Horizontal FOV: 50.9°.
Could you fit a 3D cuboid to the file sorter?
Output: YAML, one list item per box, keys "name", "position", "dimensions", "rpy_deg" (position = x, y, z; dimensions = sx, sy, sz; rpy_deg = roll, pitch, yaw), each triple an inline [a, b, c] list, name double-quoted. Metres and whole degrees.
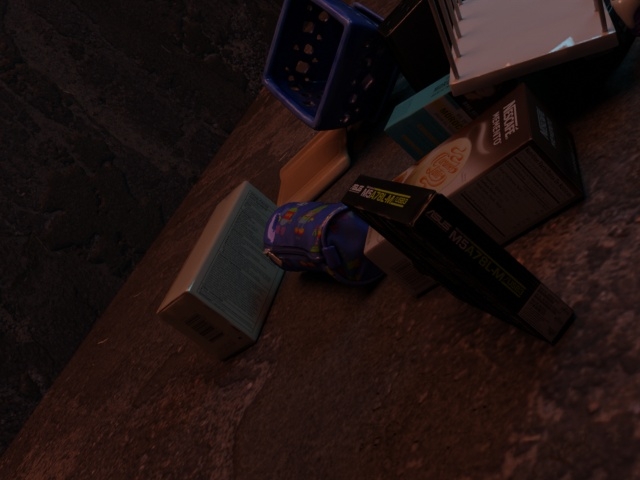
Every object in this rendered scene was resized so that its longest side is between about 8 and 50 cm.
- name: "file sorter"
  position: [0.241, -0.346, 0.854]
  dimensions: [0.192, 0.173, 0.278]
  rpy_deg: [-13, 34, 22]

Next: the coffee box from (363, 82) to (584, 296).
- name: "coffee box"
  position: [0.179, -0.057, 0.819]
  dimensions: [0.246, 0.098, 0.141]
  rpy_deg: [-37, 23, 33]

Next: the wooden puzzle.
- name: "wooden puzzle"
  position: [-0.013, -0.158, 1.529]
  dimensions: [0.221, 0.044, 0.239]
  rpy_deg: [-41, 25, 21]

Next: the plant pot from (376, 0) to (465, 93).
- name: "plant pot"
  position: [0.211, -0.372, 1.239]
  dimensions: [0.187, 0.167, 0.188]
  rpy_deg: [-45, 21, 15]

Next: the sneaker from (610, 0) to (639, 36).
- name: "sneaker"
  position: [0.417, -0.302, 0.820]
  dimensions: [0.170, 0.071, 0.068]
  rpy_deg: [-38, 18, -19]

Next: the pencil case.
- name: "pencil case"
  position: [0.000, 0.000, 1.068]
  dimensions: [0.133, 0.119, 0.306]
  rpy_deg: [-30, 13, -18]

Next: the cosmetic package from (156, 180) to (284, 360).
- name: "cosmetic package"
  position: [-0.163, 0.051, 1.277]
  dimensions: [0.113, 0.160, 0.309]
  rpy_deg: [-34, 23, 38]

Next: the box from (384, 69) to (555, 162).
- name: "box"
  position: [0.214, -0.197, 1.003]
  dimensions: [0.244, 0.100, 0.060]
  rpy_deg: [-24, 33, 52]

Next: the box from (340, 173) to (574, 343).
- name: "box"
  position: [0.127, 0.012, 0.665]
  dimensions: [0.045, 0.190, 0.184]
  rpy_deg: [-52, 18, -1]

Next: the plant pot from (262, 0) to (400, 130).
- name: "plant pot"
  position: [0.042, -0.381, 1.422]
  dimensions: [0.236, 0.212, 0.236]
  rpy_deg: [46, 127, 38]

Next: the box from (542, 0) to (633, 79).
- name: "box"
  position: [0.359, -0.314, 0.966]
  dimensions: [0.183, 0.059, 0.232]
  rpy_deg: [-55, 21, -18]
